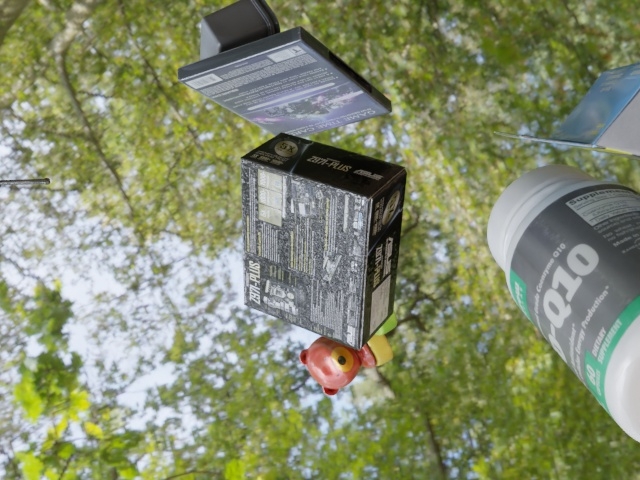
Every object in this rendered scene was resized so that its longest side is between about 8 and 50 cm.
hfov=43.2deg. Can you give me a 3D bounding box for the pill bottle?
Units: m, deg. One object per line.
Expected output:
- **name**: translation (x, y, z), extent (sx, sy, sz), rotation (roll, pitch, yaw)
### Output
- **pill bottle**: translation (0.343, 0.053, 0.942), extent (0.204, 0.204, 0.361), rotation (44, -170, -27)

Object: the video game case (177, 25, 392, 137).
- **video game case**: translation (-0.042, -0.214, 1.162), extent (0.274, 0.196, 0.026), rotation (20, -118, -59)

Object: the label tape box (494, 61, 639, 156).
- **label tape box**: translation (0.372, -0.127, 0.854), extent (0.240, 0.334, 0.105), rotation (-56, -21, -80)

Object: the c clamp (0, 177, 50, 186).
- **c clamp**: translation (-0.348, -0.100, 0.748), extent (0.160, 0.137, 0.022), rotation (74, -170, -51)

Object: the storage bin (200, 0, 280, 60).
- **storage bin**: translation (-0.118, -0.276, 1.162), extent (0.091, 0.135, 0.098), rotation (-27, -108, -19)

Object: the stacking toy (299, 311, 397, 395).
- **stacking toy**: translation (-0.017, 0.095, 1.308), extent (0.130, 0.279, 0.309), rotation (-37, -102, -15)

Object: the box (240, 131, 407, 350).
- **box**: translation (0.000, 0.000, 0.824), extent (0.077, 0.147, 0.180), rotation (-40, -40, -48)
